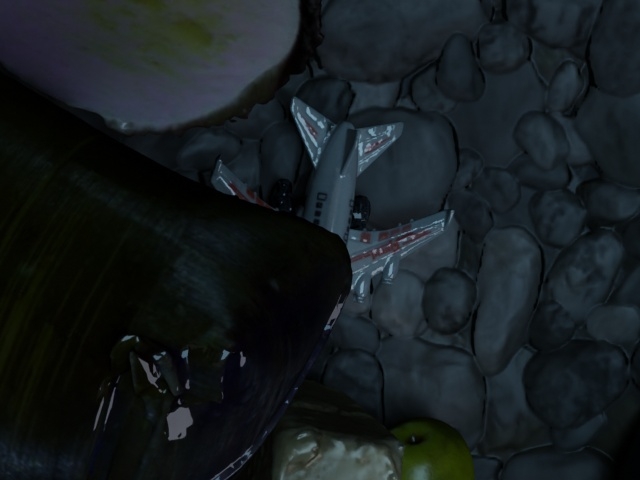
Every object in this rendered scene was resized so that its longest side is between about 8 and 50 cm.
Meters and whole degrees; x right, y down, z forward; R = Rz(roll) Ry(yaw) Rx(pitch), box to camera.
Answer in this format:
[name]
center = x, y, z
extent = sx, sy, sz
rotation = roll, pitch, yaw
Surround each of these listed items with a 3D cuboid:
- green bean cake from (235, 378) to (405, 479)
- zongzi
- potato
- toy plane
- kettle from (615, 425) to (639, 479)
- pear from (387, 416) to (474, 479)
[green bean cake]
center = -0.016, 0.150, 1.223
extent = 0.085, 0.179, 0.109
rotation = 11, 95, -16
[zongzi]
center = -0.229, 0.079, 1.181
extent = 0.403, 0.432, 0.208
rotation = 32, 45, 9
[potato]
center = -0.078, -0.232, 1.140
extent = 0.229, 0.229, 0.266
rotation = 21, 55, -17
[toy plane]
center = 0.000, 0.000, 1.265
extent = 0.162, 0.065, 0.171
rotation = 12, 97, -17
[kettle]
center = 0.363, 0.264, 1.311
extent = 0.324, 0.228, 0.321
rotation = 39, 67, -23
[pear]
center = 0.060, 0.164, 1.296
extent = 0.092, 0.092, 0.097
rotation = -13, 117, -13
